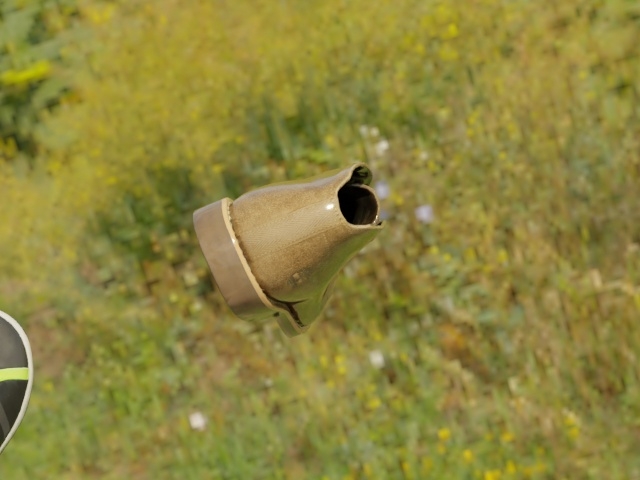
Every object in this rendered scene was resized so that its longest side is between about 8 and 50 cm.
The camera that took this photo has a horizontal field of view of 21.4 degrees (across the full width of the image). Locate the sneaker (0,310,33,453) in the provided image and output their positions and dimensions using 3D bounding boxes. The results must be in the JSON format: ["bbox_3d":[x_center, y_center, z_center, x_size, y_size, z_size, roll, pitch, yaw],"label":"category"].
[{"bbox_3d":[-0.304,0.155,1.422,0.084,0.097,0.234,13,63,4],"label":"sneaker"}]

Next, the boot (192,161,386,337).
[{"bbox_3d":[0.000,0.000,1.224,0.115,0.112,0.305,-24,-3,6],"label":"boot"}]
